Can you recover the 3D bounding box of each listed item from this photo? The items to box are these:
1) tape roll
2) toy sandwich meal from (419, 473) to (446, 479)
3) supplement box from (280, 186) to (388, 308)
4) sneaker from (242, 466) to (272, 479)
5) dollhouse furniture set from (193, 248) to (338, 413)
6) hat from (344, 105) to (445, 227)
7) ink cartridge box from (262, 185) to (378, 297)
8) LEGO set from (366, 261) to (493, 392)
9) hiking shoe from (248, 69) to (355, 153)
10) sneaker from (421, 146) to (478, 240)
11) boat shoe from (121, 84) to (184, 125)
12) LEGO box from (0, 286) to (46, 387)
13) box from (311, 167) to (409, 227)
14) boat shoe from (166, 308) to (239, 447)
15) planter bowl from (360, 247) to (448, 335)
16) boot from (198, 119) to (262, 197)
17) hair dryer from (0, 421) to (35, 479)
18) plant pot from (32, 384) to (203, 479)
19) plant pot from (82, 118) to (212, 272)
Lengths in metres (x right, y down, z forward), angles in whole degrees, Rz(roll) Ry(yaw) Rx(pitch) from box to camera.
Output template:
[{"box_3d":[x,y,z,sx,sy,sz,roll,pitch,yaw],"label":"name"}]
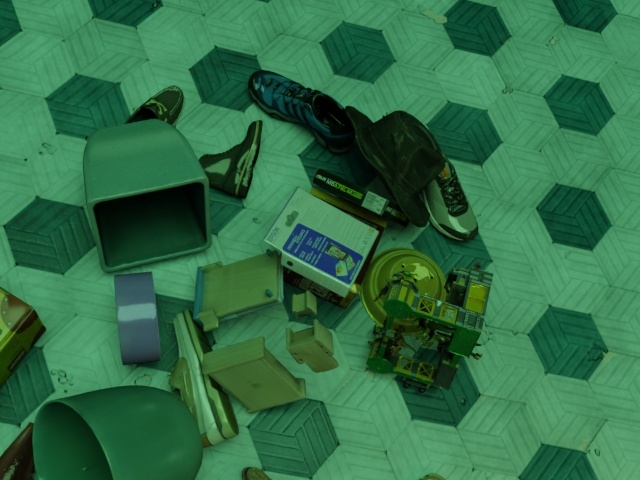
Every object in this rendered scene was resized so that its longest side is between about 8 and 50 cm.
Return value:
[{"box_3d":[-0.382,0.161,1.720,0.080,0.189,0.188,-5,71,-13],"label":"tape roll"},{"box_3d":[0.238,0.545,1.780,0.086,0.029,0.085,3,74,-9],"label":"toy sandwich meal"},{"box_3d":[0.020,0.019,1.880,0.191,0.129,0.194,24,67,-1],"label":"supplement box"},{"box_3d":[-0.117,0.514,1.715,0.042,0.067,0.118,-44,101,-25],"label":"sneaker"},{"box_3d":[-0.098,0.166,1.761,0.287,0.198,0.303,-18,49,17],"label":"dollhouse furniture set"},{"box_3d":[0.198,-0.201,1.886,0.134,0.331,0.331,-33,76,16],"label":"hat"},{"box_3d":[0.000,0.000,1.748,0.208,0.045,0.206,30,42,1],"label":"ink cartridge box"},{"box_3d":[0.237,0.161,1.785,0.255,0.331,0.192,12,49,12],"label":"LEGO set"},{"box_3d":[-0.035,-0.338,2.002,0.304,0.132,0.113,31,67,2],"label":"hiking shoe"},{"box_3d":[0.298,-0.120,1.998,0.100,0.108,0.271,-24,78,-21],"label":"sneaker"},{"box_3d":[-0.398,-0.288,1.949,0.081,0.068,0.227,34,68,3],"label":"boat shoe"},{"box_3d":[-0.848,0.250,1.595,0.373,0.193,0.500,33,68,3],"label":"LEGO box"},{"box_3d":[0.098,-0.097,1.882,0.191,0.184,0.045,27,96,25],"label":"box"},{"box_3d":[-0.269,0.287,1.732,0.103,0.113,0.302,-25,61,3],"label":"boat shoe"},{"box_3d":[0.207,0.104,1.905,0.217,0.090,0.217,4,70,-10],"label":"planter bowl"},{"box_3d":[-0.218,-0.209,1.955,0.137,0.077,0.197,14,67,0],"label":"boot"},{"box_3d":[-0.560,0.508,1.635,0.224,0.080,0.293,-9,76,-30],"label":"hair dryer"},{"box_3d":[-0.370,0.412,1.581,0.235,0.293,0.293,-13,70,-45],"label":"plant pot"},{"box_3d":[-0.393,-0.122,1.804,0.247,0.247,0.252,-14,55,-15],"label":"plant pot"}]
